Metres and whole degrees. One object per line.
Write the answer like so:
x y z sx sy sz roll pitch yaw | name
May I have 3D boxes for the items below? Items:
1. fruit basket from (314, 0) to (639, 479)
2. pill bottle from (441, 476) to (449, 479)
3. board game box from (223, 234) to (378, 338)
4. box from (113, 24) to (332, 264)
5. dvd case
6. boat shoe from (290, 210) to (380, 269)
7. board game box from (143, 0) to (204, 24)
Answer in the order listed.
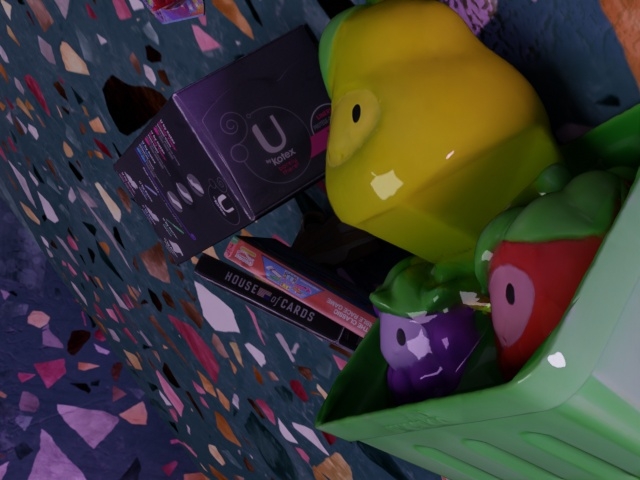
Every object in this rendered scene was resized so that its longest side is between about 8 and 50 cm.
0.107 0.002 0.726 0.392 0.283 0.392 28 155 15 | fruit basket
0.181 0.218 1.032 0.086 0.086 0.152 44 152 21 | pill bottle
0.046 0.074 0.980 0.281 0.027 0.145 30 -176 13 | board game box
-0.091 -0.090 1.030 0.143 0.165 0.270 57 155 -4 | box
-0.026 0.084 1.114 0.179 0.029 0.238 24 175 18 | dvd case
0.000 0.000 1.118 0.190 0.068 0.072 -23 89 54 | boat shoe
-0.199 -0.306 1.107 0.168 0.033 0.133 10 130 56 | board game box
